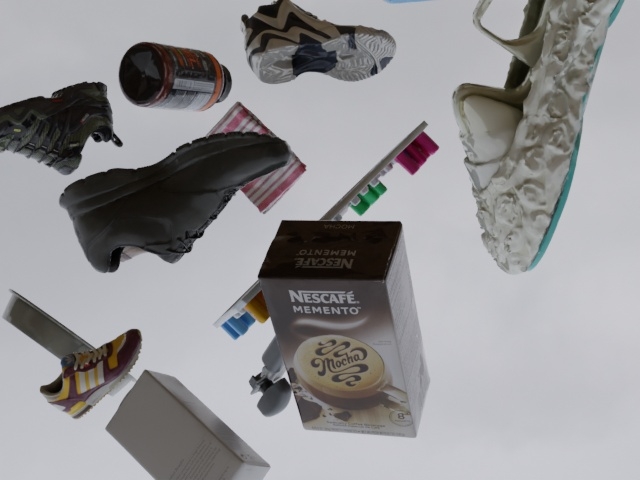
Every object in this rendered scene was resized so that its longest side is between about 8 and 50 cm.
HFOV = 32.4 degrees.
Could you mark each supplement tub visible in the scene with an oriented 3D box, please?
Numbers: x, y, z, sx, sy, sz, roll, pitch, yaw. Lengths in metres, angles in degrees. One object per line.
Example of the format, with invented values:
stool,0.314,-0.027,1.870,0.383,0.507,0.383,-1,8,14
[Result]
supplement tub,-0.229,-0.264,1.795,0.106,0.106,0.198,18,-168,29

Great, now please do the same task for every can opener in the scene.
can opener,-0.058,0.217,1.975,0.074,0.280,0.093,-26,-114,-34

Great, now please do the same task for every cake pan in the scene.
cake pan,-0.472,0.196,2.038,0.293,0.293,0.054,25,-107,38

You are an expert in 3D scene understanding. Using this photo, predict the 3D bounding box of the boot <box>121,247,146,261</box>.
boot,-0.370,0.016,2.226,0.087,0.118,0.042,-35,-133,15

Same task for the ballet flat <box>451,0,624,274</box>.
ballet flat,0.200,-0.170,1.064,0.147,0.408,0.147,14,-162,-5

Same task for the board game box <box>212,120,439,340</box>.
board game box,0.000,0.000,1.730,0.390,0.050,0.390,-44,-179,-13

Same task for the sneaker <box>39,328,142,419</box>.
sneaker,-0.359,0.198,1.723,0.084,0.185,0.069,38,-170,-25

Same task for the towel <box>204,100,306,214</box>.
towel,-0.138,-0.162,2.177,0.197,0.144,0.029,44,-151,-2

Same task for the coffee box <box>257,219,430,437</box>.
coffee box,0.038,0.120,1.465,0.168,0.297,0.118,1,-139,18

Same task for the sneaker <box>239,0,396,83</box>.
sneaker,-0.014,-0.311,1.645,0.235,0.094,0.153,-13,-129,-19

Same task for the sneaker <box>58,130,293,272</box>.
sneaker,-0.162,-0.045,1.310,0.286,0.130,0.109,-19,175,11

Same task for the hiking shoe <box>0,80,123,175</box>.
hiking shoe,-0.374,-0.137,1.483,0.227,0.114,0.086,-25,-170,-29

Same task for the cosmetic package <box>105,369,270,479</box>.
cosmetic package,-0.198,0.304,1.622,0.231,0.117,0.085,38,-175,31

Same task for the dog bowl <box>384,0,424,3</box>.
dog bowl,0.186,-0.450,1.746,0.297,0.074,0.166,7,-127,48
